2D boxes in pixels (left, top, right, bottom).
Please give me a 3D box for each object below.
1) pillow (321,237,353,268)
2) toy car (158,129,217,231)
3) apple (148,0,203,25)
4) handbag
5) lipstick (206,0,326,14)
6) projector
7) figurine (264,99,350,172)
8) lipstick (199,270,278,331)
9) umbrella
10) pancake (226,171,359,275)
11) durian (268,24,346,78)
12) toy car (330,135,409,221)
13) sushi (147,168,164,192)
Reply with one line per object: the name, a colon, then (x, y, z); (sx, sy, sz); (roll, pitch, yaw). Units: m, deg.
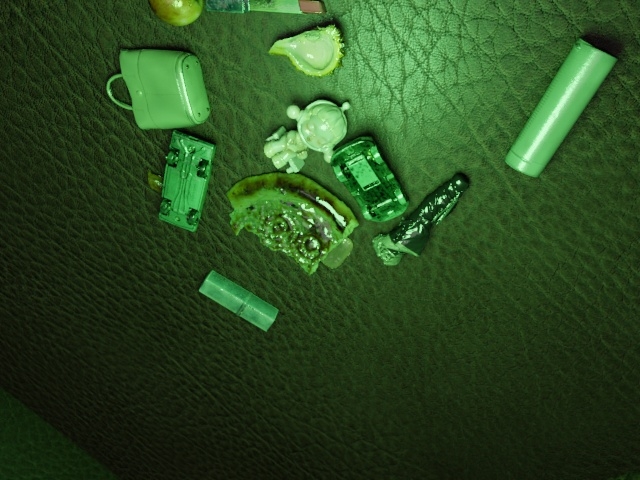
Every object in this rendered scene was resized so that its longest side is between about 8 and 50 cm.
pillow: (-0.001, 0.002, 1.645); (0.211, 0.034, 0.135); (34, 116, -10)
toy car: (-0.417, -0.184, 1.587); (0.141, 0.097, 0.321); (20, 121, -1)
apple: (-0.379, -0.630, 1.296); (0.146, 0.146, 0.147); (5, 121, 9)
handbag: (-0.487, -0.444, 1.479); (0.315, 0.109, 0.241); (7, 121, 24)
lipstick: (-0.140, -0.616, 1.303); (0.311, 0.051, 0.051); (7, 119, 7)
projector: (0.601, -0.328, 1.276); (0.108, 0.108, 0.338); (23, 122, -2)
figurine: (-0.022, -0.298, 1.423); (0.256, 0.144, 0.182); (-24, 92, 26)
lipstick: (-0.294, 0.215, 1.806); (0.289, 0.077, 0.076); (33, 122, -6)
umbrella: (0.303, -0.057, 1.499); (0.113, 0.106, 0.358); (28, 121, -28)
pancake: (-0.110, -0.072, 1.582); (0.426, 0.067, 0.305); (29, 116, 4)
durian: (-0.030, -0.508, 1.331); (0.224, 0.078, 0.140); (9, 134, 19)
toy car: (0.144, -0.184, 1.452); (0.136, 0.125, 0.306); (-25, 134, 19)
sushi: (-0.529, -0.191, 1.641); (0.050, 0.047, 0.099); (-21, 131, 35)
